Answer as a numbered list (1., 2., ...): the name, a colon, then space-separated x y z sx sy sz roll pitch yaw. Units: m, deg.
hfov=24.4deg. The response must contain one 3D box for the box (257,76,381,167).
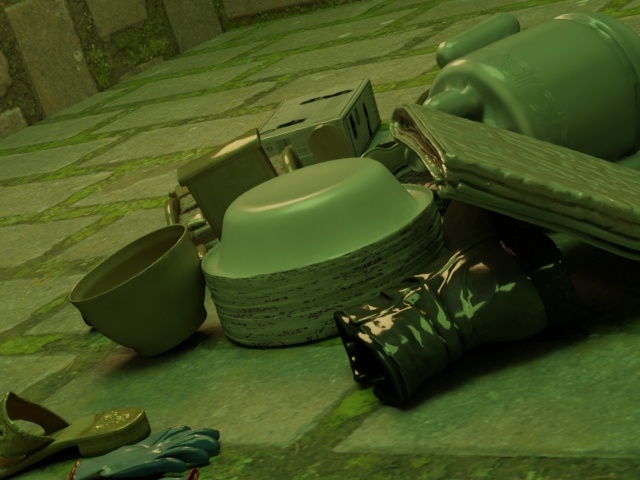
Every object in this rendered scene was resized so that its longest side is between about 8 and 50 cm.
1. box: -0.005 -0.180 2.463 0.169 0.087 0.290 -14 16 14

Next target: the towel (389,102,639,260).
1. towel: 0.247 -0.053 1.503 0.332 0.053 0.317 17 13 -9

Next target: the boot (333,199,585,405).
1. boot: 0.111 0.047 1.513 0.223 0.118 0.338 -24 11 -3

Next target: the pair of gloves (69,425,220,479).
1. pair of gloves: -0.177 0.226 1.375 0.159 0.023 0.198 -17 14 11

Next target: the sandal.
1. sandal: -0.298 0.188 1.532 0.240 0.079 0.088 -14 16 14

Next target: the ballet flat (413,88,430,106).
1. ballet flat: 0.198 -0.168 2.016 0.124 0.116 0.342 -36 1 41

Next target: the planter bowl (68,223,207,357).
1. planter bowl: -0.201 0.069 1.756 0.162 0.109 0.162 -27 17 9

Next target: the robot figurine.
1. robot figurine: 0.272 -0.157 1.799 0.353 0.300 0.199 -26 -23 -30

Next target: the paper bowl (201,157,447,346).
1. paper bowl: 0.000 0.000 1.727 0.284 0.148 0.284 -17 14 5

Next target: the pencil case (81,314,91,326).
1. pencil case: -0.239 0.065 1.921 0.152 0.064 0.070 -13 32 15

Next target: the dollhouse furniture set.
1. dollhouse furniture set: -0.092 -0.113 2.015 0.303 0.173 0.355 -26 25 6

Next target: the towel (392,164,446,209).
1. towel: 0.242 -0.113 2.048 0.324 0.056 0.312 -30 17 -31

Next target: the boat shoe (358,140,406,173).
1. boat shoe: 0.085 -0.114 2.069 0.038 0.046 0.125 -6 18 46
